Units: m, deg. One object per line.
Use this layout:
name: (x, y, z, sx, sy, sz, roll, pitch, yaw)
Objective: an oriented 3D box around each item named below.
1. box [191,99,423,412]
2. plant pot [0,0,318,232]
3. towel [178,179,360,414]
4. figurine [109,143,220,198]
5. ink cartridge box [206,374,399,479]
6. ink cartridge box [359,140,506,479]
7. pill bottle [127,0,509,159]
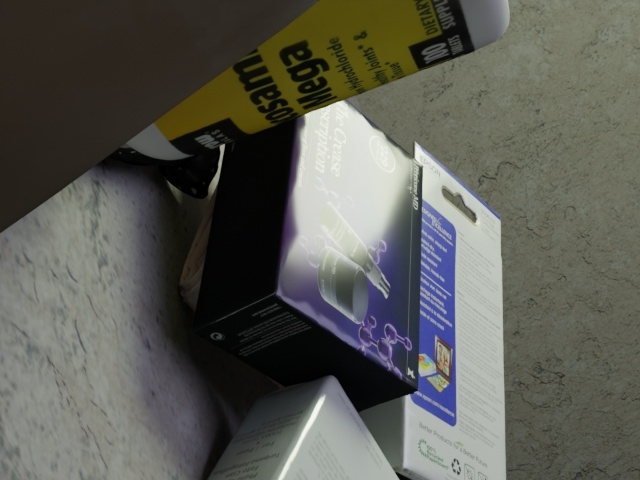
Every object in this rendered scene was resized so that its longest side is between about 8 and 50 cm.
box: (0.000, 0.000, 0.957, 0.184, 0.103, 0.261, 38, 42, -36)
plant pot: (-0.141, -0.146, 0.397, 0.323, 0.280, 0.323, -20, 90, -79)
towel: (0.019, 0.041, 1.086, 0.332, 0.053, 0.317, 45, 40, -26)
figurine: (-0.153, -0.151, 0.937, 0.209, 0.092, 0.215, 61, 10, -78)
ink cartridge box: (-0.004, 0.329, 0.778, 0.308, 0.091, 0.385, 59, 30, -15)
ink cartridge box: (0.121, 0.094, 1.088, 0.176, 0.069, 0.371, 36, 48, -38)
pill bottle: (-0.059, -0.166, 0.708, 0.188, 0.334, 0.188, -19, 90, -79)
